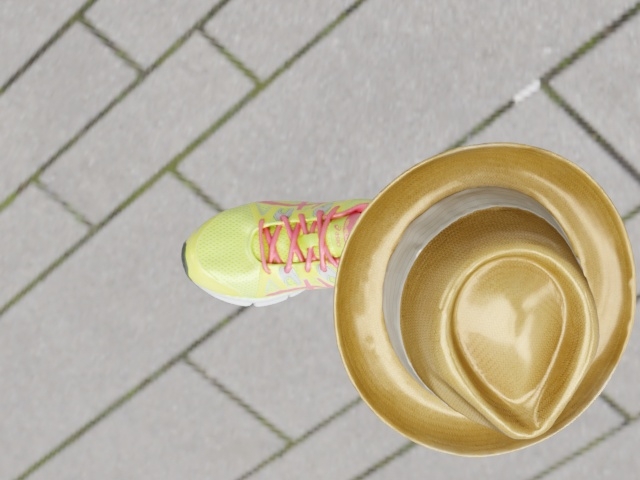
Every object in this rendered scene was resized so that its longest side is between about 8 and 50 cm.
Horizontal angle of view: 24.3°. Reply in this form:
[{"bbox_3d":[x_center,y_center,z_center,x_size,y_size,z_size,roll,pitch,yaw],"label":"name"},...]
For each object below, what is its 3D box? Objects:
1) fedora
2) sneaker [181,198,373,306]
[{"bbox_3d":[0.100,0.045,0.825,0.194,0.079,0.194,-3,110,-9],"label":"fedora"},{"bbox_3d":[0.000,0.000,1.114,0.208,0.081,0.094,-5,171,-9],"label":"sneaker"}]
